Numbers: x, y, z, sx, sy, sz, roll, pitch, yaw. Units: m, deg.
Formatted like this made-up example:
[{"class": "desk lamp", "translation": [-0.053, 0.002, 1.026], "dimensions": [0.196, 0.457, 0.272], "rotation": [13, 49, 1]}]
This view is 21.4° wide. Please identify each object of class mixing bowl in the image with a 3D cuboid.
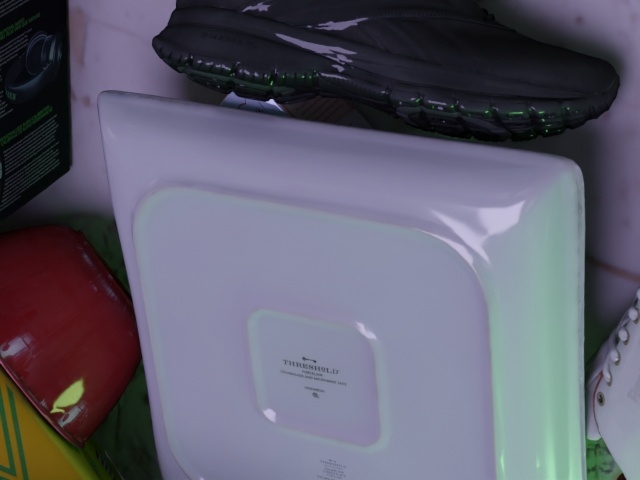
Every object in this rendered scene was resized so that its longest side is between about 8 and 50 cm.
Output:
[{"class": "mixing bowl", "translation": [-0.193, 0.056, 1.268], "dimensions": [0.098, 0.181, 0.181], "rotation": [-36, 98, -4]}]

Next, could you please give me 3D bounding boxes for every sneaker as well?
[{"class": "sneaker", "translation": [0.209, 0.070, 1.062], "dimensions": [0.123, 0.106, 0.290], "rotation": [5, 120, 25]}, {"class": "sneaker", "translation": [0.045, -0.137, 1.036], "dimensions": [0.286, 0.109, 0.130], "rotation": [12, 84, 3]}]

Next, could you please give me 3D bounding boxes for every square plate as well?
[{"class": "square plate", "translation": [0.009, 0.081, 1.134], "dimensions": [0.347, 0.049, 0.344], "rotation": [11, 123, 27]}]

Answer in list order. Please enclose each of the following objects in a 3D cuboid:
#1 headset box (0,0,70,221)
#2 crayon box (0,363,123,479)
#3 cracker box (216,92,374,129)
[{"class": "headset box", "translation": [-0.314, -0.179, 1.204], "dimensions": [0.246, 0.131, 0.283], "rotation": [18, 124, 19]}, {"class": "crayon box", "translation": [-0.254, 0.126, 1.296], "dimensions": [0.081, 0.202, 0.318], "rotation": [-37, 102, -4]}, {"class": "cracker box", "translation": [0.000, 0.000, 1.168], "dimensions": [0.232, 0.067, 0.156], "rotation": [48, 130, -3]}]
